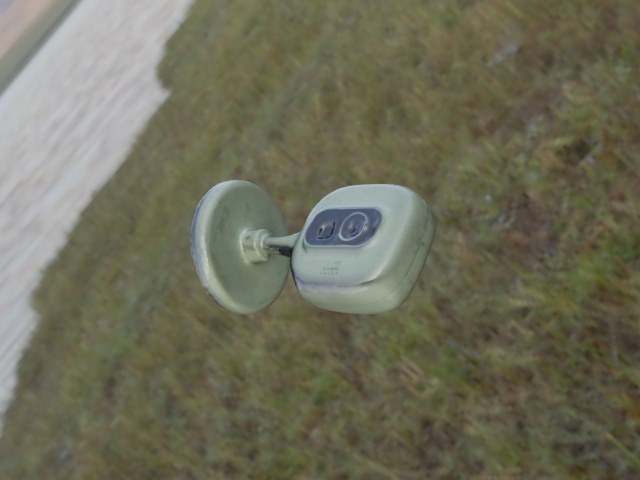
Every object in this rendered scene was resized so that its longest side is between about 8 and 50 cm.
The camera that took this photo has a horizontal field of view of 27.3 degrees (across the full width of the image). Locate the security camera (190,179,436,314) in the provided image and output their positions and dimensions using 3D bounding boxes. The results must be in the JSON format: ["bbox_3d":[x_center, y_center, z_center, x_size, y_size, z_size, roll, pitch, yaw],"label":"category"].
[{"bbox_3d":[0.000,0.000,0.499,0.092,0.058,0.058,-7,41,40],"label":"security camera"}]
